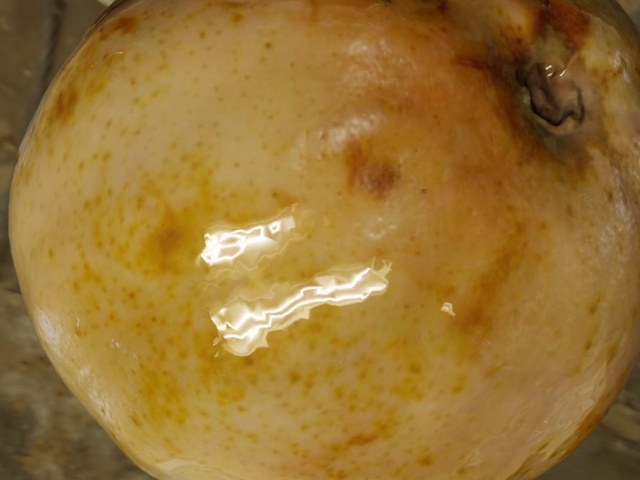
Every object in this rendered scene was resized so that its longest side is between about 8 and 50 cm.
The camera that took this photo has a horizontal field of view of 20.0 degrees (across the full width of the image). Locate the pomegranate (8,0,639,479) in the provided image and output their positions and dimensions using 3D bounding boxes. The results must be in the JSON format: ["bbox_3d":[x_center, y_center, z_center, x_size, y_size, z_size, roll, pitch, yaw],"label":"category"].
[{"bbox_3d":[0.009,-0.009,0.570,0.207,0.207,0.207,-3,80,19],"label":"pomegranate"}]
